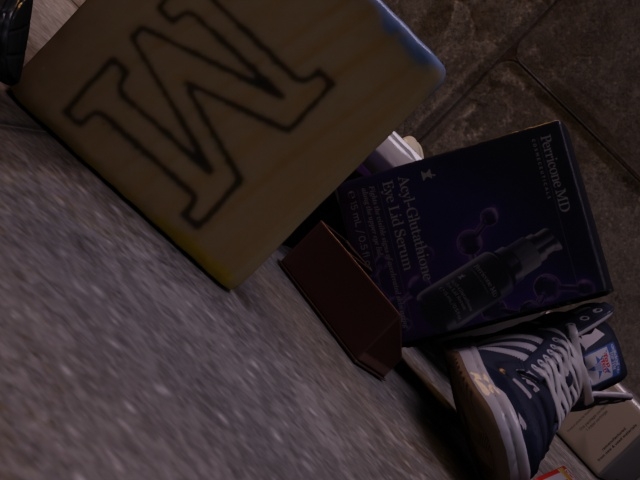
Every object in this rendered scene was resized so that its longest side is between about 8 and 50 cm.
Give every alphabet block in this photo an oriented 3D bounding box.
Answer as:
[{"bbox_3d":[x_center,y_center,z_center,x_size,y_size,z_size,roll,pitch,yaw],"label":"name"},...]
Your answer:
[{"bbox_3d":[-0.060,-0.116,0.785,0.193,0.197,0.192,44,6,-11],"label":"alphabet block"}]

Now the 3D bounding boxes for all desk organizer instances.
[{"bbox_3d":[0.024,0.046,0.927,0.047,0.050,0.130,37,10,-48],"label":"desk organizer"}]

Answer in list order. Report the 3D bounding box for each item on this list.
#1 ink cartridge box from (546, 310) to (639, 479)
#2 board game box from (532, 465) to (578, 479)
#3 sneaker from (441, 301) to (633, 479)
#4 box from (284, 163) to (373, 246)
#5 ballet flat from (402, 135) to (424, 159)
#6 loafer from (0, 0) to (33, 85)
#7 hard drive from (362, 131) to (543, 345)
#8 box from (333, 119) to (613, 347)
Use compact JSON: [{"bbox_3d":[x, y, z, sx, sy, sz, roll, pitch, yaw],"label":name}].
[{"bbox_3d":[0.374,0.218,1.706,0.273,0.114,0.197,50,9,30],"label":"ink cartridge box"},{"bbox_3d":[0.208,0.241,0.867,0.147,0.045,0.193,47,7,17],"label":"board game box"},{"bbox_3d":[0.186,0.118,0.944,0.282,0.153,0.099,-77,155,-84],"label":"sneaker"},{"bbox_3d":[-0.051,-0.090,1.102,0.184,0.103,0.261,44,6,19],"label":"box"},{"bbox_3d":[0.048,-0.114,1.485,0.409,0.147,0.147,44,6,28],"label":"ballet flat"},{"bbox_3d":[-0.200,-0.129,0.672,0.061,0.062,0.170,9,14,-18],"label":"loafer"},{"bbox_3d":[0.094,-0.012,1.294,0.353,0.047,0.233,46,-23,13],"label":"hard drive"},{"bbox_3d":[0.136,-0.001,1.021,0.108,0.207,0.153,14,60,-74],"label":"box"}]
